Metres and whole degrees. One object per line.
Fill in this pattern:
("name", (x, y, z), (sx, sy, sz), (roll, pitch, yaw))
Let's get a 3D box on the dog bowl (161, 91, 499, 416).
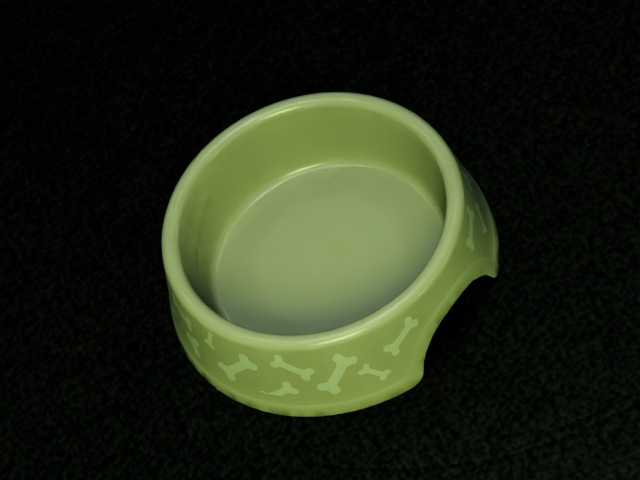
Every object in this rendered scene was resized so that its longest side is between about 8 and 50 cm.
("dog bowl", (0.000, 0.000, 1.783), (0.349, 0.102, 0.348), (-8, 55, 12))
